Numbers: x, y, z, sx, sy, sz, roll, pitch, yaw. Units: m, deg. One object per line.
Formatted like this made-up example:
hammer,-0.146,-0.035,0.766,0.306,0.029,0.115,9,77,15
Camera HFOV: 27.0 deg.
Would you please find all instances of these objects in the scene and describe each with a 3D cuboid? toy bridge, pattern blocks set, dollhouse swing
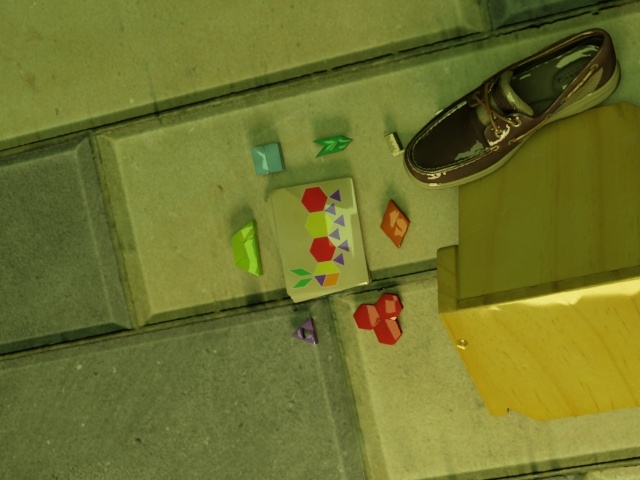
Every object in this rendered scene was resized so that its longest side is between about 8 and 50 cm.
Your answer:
toy bridge,0.193,-0.167,1.994,0.188,0.026,0.063,-24,89,17
pattern blocks set,0.000,0.000,2.066,0.285,0.026,0.324,0,95,16
dollhouse swing,0.375,0.031,1.915,0.347,0.305,0.315,-13,127,23

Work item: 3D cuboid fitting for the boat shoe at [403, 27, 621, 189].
boat shoe,0.264,-0.194,1.880,0.342,0.123,0.123,-27,67,4
